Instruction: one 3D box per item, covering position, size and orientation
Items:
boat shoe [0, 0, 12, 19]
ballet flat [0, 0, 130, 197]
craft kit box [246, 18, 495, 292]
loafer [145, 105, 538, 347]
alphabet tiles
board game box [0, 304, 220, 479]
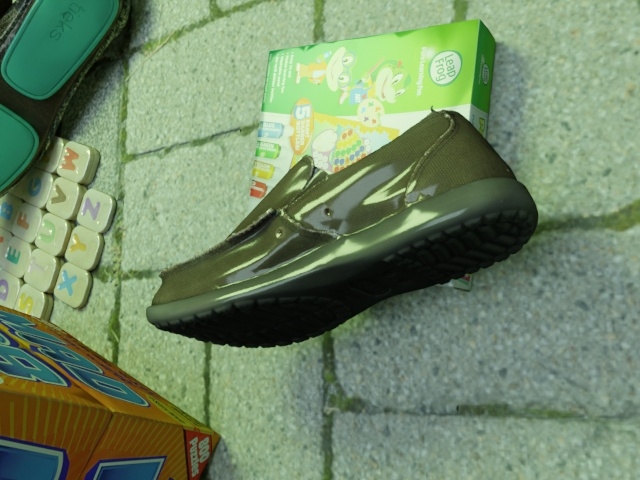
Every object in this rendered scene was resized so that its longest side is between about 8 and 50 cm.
[{"bbox_3d":[-0.541,-0.309,0.879,0.110,0.121,0.341,43,134,-1],"label":"boat shoe"},{"bbox_3d":[-0.459,-0.221,0.912,0.483,0.164,0.182,-50,29,4],"label":"ballet flat"},{"bbox_3d":[0.041,-0.083,0.624,0.247,0.061,0.249,3,84,30],"label":"craft kit box"},{"bbox_3d":[0.000,0.000,0.543,0.366,0.134,0.130,-21,61,23],"label":"loafer"},{"bbox_3d":[-0.423,-0.018,0.929,0.278,0.021,0.284,20,93,34],"label":"alphabet tiles"},{"bbox_3d":[-0.404,0.261,0.622,0.356,0.356,0.356,20,78,33],"label":"board game box"}]
